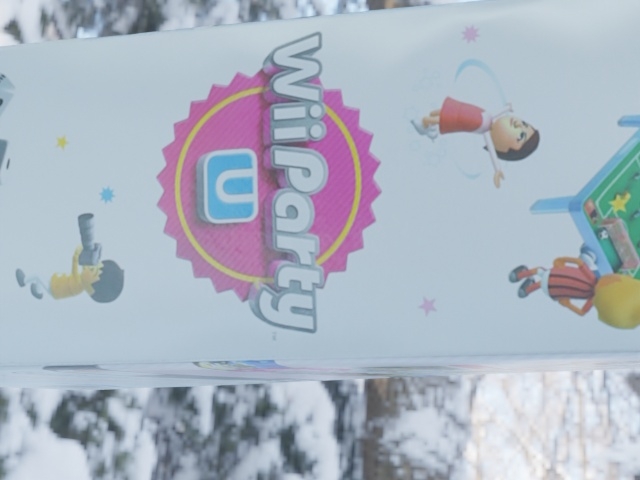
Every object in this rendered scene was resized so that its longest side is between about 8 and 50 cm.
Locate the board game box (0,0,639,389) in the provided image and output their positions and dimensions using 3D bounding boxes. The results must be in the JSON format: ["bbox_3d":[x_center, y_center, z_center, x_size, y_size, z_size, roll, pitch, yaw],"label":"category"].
[{"bbox_3d":[0.000,0.000,0.447,0.303,0.097,0.224,-3,-7,16],"label":"board game box"}]
